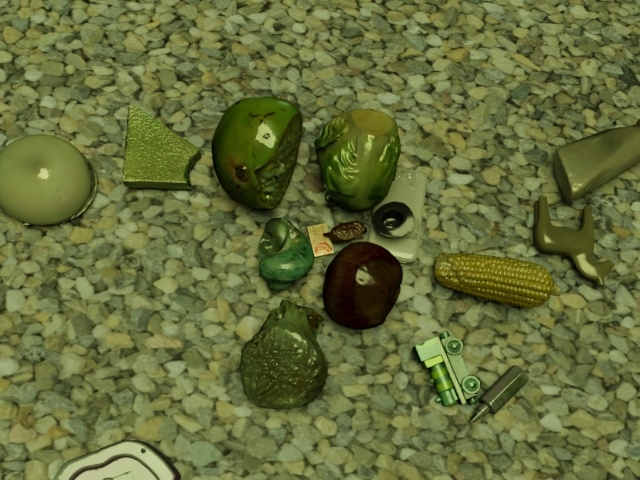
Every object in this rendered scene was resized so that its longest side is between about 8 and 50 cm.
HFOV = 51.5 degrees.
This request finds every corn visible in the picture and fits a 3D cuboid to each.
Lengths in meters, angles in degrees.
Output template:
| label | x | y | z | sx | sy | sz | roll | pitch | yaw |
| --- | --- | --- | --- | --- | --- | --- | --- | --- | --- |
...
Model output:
| label | x | y | z | sx | sy | sz | roll | pitch | yaw |
| --- | --- | --- | --- | --- | --- | --- | --- | --- | --- |
| corn | 0.480 | 0.105 | 1.812 | 0.347 | 0.130 | 0.130 | 10 | 70 | 3 |

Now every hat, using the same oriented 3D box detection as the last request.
| label | x | y | z | sx | sy | sz | roll | pitch | yaw |
| --- | --- | --- | --- | --- | --- | --- | --- | --- | --- |
| hat | 0.203 | -0.051 | 1.842 | 0.121 | 0.050 | 0.121 | -4 | 67 | 9 |

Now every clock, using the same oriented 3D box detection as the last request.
| label | x | y | z | sx | sy | sz | roll | pitch | yaw |
| --- | --- | --- | --- | --- | --- | --- | --- | --- | --- |
| clock | -0.474 | 0.641 | 1.549 | 0.339 | 0.102 | 0.338 | 2 | 71 | -5 |

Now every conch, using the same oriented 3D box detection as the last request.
| label | x | y | z | sx | sy | sz | roll | pitch | yaw |
| --- | --- | --- | --- | --- | --- | --- | --- | --- | --- |
| conch | -0.099 | 0.044 | 1.788 | 0.176 | 0.122 | 0.188 | 16 | 66 | 23 |

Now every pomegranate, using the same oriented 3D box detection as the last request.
| label | x | y | z | sx | sy | sz | roll | pitch | yaw |
| --- | --- | --- | --- | --- | --- | --- | --- | --- | --- |
| pomegranate | -0.173 | -0.264 | 1.823 | 0.216 | 0.309 | 0.358 | 14 | 36 | 7 |

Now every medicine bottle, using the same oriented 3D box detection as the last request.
| label | x | y | z | sx | sy | sz | roll | pitch | yaw |
| --- | --- | --- | --- | --- | --- | --- | --- | --- | --- |
| medicine bottle | 0.459 | 0.410 | 1.738 | 0.199 | 0.057 | 0.057 | -38 | 78 | -17 |

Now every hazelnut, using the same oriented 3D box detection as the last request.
| label | x | y | z | sx | sy | sz | roll | pitch | yaw |
| --- | --- | --- | --- | --- | --- | --- | --- | --- | --- |
| hazelnut | 0.099 | 0.111 | 1.737 | 0.218 | 0.218 | 0.233 | 27 | 71 | 5 |

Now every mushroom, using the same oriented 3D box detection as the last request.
| label | x | y | z | sx | sy | sz | roll | pitch | yaw |
| --- | --- | --- | --- | --- | --- | --- | --- | --- | --- |
| mushroom | 0.848 | -0.254 | 1.971 | 0.408 | 0.137 | 0.154 | -26 | 46 | -17 |

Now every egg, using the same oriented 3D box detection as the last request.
| label | x | y | z | sx | sy | sz | roll | pitch | yaw |
| --- | --- | --- | --- | --- | --- | --- | --- | --- | --- |
| egg | -0.761 | -0.190 | 1.784 | 0.286 | 0.174 | 0.264 | 42 | 69 | 13 |

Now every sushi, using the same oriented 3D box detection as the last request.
| label | x | y | z | sx | sy | sz | roll | pitch | yaw |
| --- | --- | --- | --- | --- | --- | --- | --- | --- | --- |
| sushi | 0.070 | -0.025 | 1.860 | 0.120 | 0.055 | 0.052 | -22 | 88 | -20 |

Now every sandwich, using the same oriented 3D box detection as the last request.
| label | x | y | z | sx | sy | sz | roll | pitch | yaw |
| --- | --- | --- | --- | --- | --- | --- | --- | --- | --- |
| sandwich | -0.448 | -0.262 | 1.900 | 0.212 | 0.063 | 0.244 | 2 | 71 | -8 |

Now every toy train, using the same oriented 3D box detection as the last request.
| label | x | y | z | sx | sy | sz | roll | pitch | yaw |
| --- | --- | --- | --- | --- | --- | --- | --- | --- | --- |
| toy train | 0.336 | 0.344 | 1.744 | 0.132 | 0.083 | 0.200 | -21 | 73 | -1 |

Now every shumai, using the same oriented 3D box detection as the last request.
| label | x | y | z | sx | sy | sz | roll | pitch | yaw |
| --- | --- | --- | --- | --- | --- | --- | --- | --- | --- |
| shumai | -0.073 | 0.299 | 1.694 | 0.225 | 0.222 | 0.260 | 21 | 106 | 14 |

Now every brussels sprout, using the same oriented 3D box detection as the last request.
| label | x | y | z | sx | sy | sz | roll | pitch | yaw |
| --- | --- | --- | --- | --- | --- | --- | --- | --- | --- |
| brussels sprout | 0.096 | -0.223 | 1.833 | 0.227 | 0.294 | 0.259 | 0 | 46 | -24 |

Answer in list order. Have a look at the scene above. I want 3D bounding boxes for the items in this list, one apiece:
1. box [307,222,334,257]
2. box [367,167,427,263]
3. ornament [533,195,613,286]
| label | x | y | z | sx | sy | sz | roll | pitch | yaw |
| --- | --- | --- | --- | --- | --- | --- | --- | --- | --- |
| box | 0.000 | 0.000 | 1.866 | 0.058 | 0.015 | 0.093 | -10 | 71 | -10 |
| box | 0.220 | -0.077 | 1.899 | 0.142 | 0.044 | 0.284 | 10 | 70 | 1 |
| ornament | 0.726 | 0.006 | 1.904 | 0.231 | 0.061 | 0.244 | 10 | 67 | -3 |
